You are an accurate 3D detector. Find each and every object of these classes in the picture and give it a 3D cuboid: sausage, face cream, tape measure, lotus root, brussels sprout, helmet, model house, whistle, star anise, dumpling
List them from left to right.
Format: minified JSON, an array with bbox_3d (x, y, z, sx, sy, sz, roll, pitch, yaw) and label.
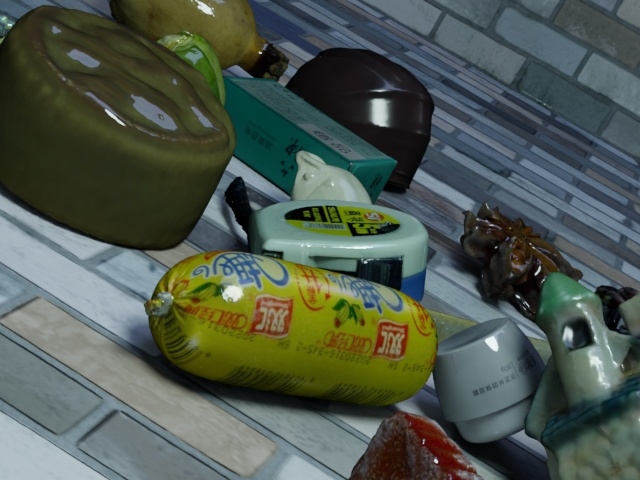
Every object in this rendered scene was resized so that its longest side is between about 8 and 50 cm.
[{"bbox_3d":[-0.199,-0.183,1.700,0.183,0.145,0.131,-10,17,44],"label":"brussels sprout"},{"bbox_3d":[-0.189,-0.354,2.149,0.310,0.183,0.183,33,17,-5],"label":"lotus root"},{"bbox_3d":[-0.019,0.085,1.252,0.347,0.123,0.123,15,22,-39],"label":"sausage"},{"bbox_3d":[0.000,0.000,1.519,0.215,0.098,0.351,3,17,-7],"label":"tape measure"},{"bbox_3d":[0.027,-0.034,1.696,0.169,0.100,0.134,42,8,31],"label":"dumpling"},{"bbox_3d":[0.059,-0.219,2.125,0.225,0.177,0.305,6,30,-46],"label":"helmet"},{"bbox_3d":[0.183,0.124,1.557,0.326,0.057,0.068,18,16,-30],"label":"whistle"},{"bbox_3d":[0.174,0.144,1.365,0.104,0.117,0.117,66,19,-4],"label":"face cream"},{"bbox_3d":[0.282,0.038,1.896,0.220,0.099,0.214,18,34,-43],"label":"star anise"},{"bbox_3d":[0.349,0.155,1.305,0.298,0.243,0.284,24,38,-42],"label":"model house"}]

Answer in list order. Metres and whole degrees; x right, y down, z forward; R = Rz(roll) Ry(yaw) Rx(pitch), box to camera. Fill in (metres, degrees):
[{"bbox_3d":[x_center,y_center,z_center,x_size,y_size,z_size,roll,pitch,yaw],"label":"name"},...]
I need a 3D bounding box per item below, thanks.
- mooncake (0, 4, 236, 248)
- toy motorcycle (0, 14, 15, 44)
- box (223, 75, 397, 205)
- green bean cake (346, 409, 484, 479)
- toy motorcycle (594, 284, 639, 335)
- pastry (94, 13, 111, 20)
[{"bbox_3d":[-0.229,-0.129,1.442,0.284,0.155,0.284,30,24,-15],"label":"mooncake"},{"bbox_3d":[-0.416,-0.234,1.559,0.198,0.109,0.296,38,18,32],"label":"toy motorcycle"},{"bbox_3d":[-0.033,-0.135,1.887,0.245,0.092,0.153,35,20,22],"label":"box"},{"bbox_3d":[0.068,0.216,1.005,0.056,0.135,0.136,21,20,-34],"label":"green bean cake"},{"bbox_3d":[0.468,0.170,1.747,0.207,0.134,0.401,22,17,-2],"label":"toy motorcycle"},{"bbox_3d":[-0.284,-0.274,1.949,0.169,0.063,0.087,34,9,31],"label":"pastry"}]
